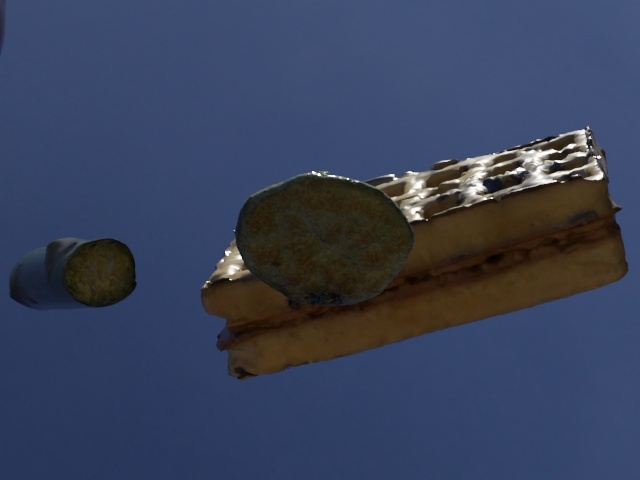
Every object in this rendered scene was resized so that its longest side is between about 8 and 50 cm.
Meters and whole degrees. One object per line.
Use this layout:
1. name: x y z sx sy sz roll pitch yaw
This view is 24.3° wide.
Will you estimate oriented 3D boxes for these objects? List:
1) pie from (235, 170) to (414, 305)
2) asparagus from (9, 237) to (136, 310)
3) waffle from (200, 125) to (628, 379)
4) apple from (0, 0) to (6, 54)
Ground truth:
1. pie: 0.000 0.000 0.702 0.085 0.017 0.085 1 -51 1
2. asparagus: -0.211 0.031 1.240 0.067 0.278 0.060 27 -101 -15
3. waffle: 0.090 0.006 1.373 0.376 0.261 0.114 -15 -80 11
4. apple: -0.293 -0.133 0.926 0.199 0.199 0.199 -7 -73 -26
